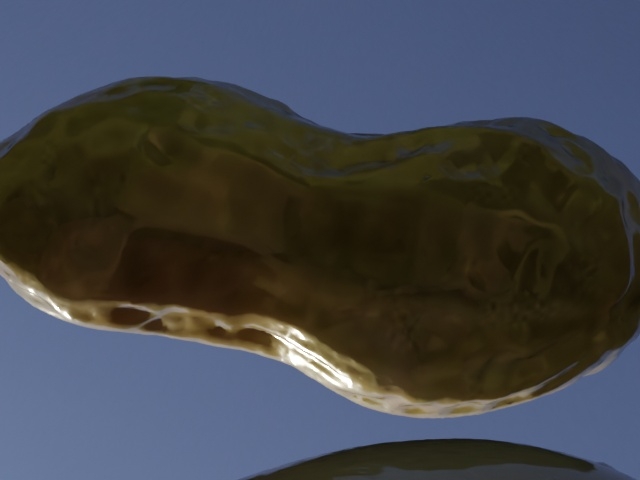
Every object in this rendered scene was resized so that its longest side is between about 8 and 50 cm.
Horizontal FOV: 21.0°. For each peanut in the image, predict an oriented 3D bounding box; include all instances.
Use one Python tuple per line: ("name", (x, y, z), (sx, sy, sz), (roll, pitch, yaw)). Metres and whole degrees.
("peanut", (0.000, 0.000, 0.781), (0.313, 0.149, 0.149), (13, -78, -2))

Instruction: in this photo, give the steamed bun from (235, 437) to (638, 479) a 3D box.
("steamed bun", (0.003, 0.209, 0.591), (0.309, 0.309, 0.309), (0, -77, 0))
